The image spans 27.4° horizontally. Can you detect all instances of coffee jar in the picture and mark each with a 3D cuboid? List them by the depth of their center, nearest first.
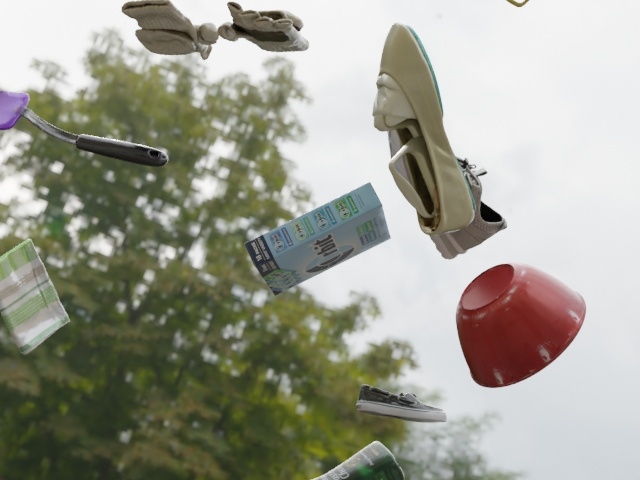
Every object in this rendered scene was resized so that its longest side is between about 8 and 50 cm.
[{"bbox_3d":[0.049,0.432,2.295,0.096,0.184,0.079,35,-29,62],"label":"coffee jar"}]

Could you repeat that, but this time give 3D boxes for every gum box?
[{"bbox_3d":[0.000,0.000,1.774,0.184,0.041,0.157,-27,-18,0],"label":"gum box"}]

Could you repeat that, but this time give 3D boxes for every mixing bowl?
[{"bbox_3d":[0.245,0.094,1.717,0.181,0.181,0.098,-14,-58,48],"label":"mixing bowl"}]

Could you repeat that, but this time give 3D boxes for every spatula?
[{"bbox_3d":[-0.347,-0.147,1.766,0.296,0.084,0.030,17,-44,0],"label":"spatula"}]

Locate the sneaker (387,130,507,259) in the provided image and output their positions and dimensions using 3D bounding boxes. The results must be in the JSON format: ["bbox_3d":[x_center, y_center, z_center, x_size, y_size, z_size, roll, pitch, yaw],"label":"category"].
[{"bbox_3d":[0.177,-0.097,1.869,0.115,0.105,0.281,-21,-47,16],"label":"sneaker"}]

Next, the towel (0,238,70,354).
[{"bbox_3d":[-0.456,0.087,2.045,0.023,0.113,0.152,-8,-68,34],"label":"towel"}]

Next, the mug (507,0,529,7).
[{"bbox_3d":[0.242,-0.308,1.501,0.064,0.062,0.078,37,-64,4],"label":"mug"}]

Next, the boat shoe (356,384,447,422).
[{"bbox_3d":[0.122,0.241,1.924,0.142,0.040,0.049,12,-15,-17],"label":"boat shoe"}]

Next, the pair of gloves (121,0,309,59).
[{"bbox_3d":[-0.142,-0.285,1.812,0.240,0.042,0.204,2,-7,5],"label":"pair of gloves"}]

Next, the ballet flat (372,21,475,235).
[{"bbox_3d":[0.105,-0.119,1.478,0.086,0.086,0.249,-10,-74,45],"label":"ballet flat"}]
